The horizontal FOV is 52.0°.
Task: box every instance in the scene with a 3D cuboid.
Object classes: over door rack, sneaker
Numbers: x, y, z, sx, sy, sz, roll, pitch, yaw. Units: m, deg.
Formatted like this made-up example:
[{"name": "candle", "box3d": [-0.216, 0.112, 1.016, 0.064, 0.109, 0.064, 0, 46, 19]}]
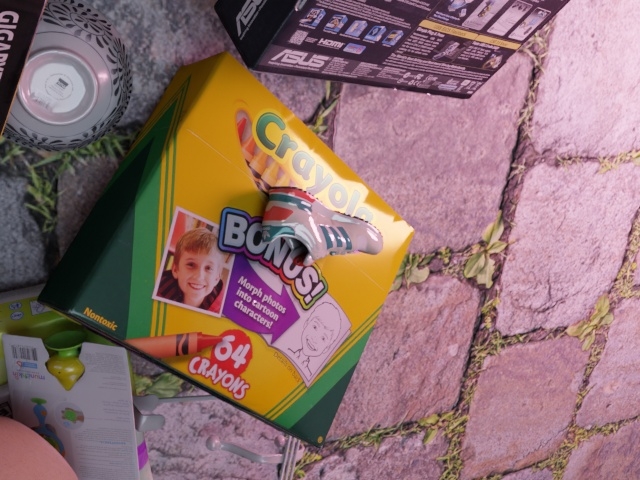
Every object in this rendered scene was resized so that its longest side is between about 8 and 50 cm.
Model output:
[{"name": "over door rack", "box3d": [-0.152, 0.300, 0.886, 0.324, 0.108, 0.239, 4, 100, -50]}, {"name": "sneaker", "box3d": [0.000, 0.000, 0.733, 0.161, 0.057, 0.075, 26, 75, -35]}]

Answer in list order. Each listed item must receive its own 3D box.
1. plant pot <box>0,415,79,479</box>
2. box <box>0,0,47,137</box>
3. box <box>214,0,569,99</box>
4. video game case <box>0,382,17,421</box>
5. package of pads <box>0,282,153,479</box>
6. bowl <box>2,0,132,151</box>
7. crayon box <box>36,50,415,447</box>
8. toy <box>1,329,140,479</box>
[{"name": "plant pot", "box3d": [-0.334, 0.275, 0.600, 0.191, 0.284, 0.284, -49, 136, -48]}, {"name": "box", "box3d": [-0.368, -0.126, 0.482, 0.257, 0.322, 0.079, -8, 75, -37]}, {"name": "box", "box3d": [0.136, -0.288, 0.650, 0.395, 0.097, 0.318, -8, 153, -47]}, {"name": "video game case", "box3d": [-0.397, 0.263, 0.709, 0.201, 0.023, 0.183, -21, 120, -20]}, {"name": "package of pads", "box3d": [-0.341, 0.198, 0.785, 0.229, 0.101, 0.296, -13, 117, -23]}, {"name": "bowl", "box3d": [-0.271, -0.163, 0.667, 0.170, 0.080, 0.170, -11, 116, -23]}, {"name": "crayon box", "box3d": [-0.078, 0.024, 0.771, 0.363, 0.106, 0.313, 39, 68, -35]}, {"name": "toy", "box3d": [-0.254, 0.203, 0.707, 0.137, 0.056, 0.237, 4, 113, 10]}]
